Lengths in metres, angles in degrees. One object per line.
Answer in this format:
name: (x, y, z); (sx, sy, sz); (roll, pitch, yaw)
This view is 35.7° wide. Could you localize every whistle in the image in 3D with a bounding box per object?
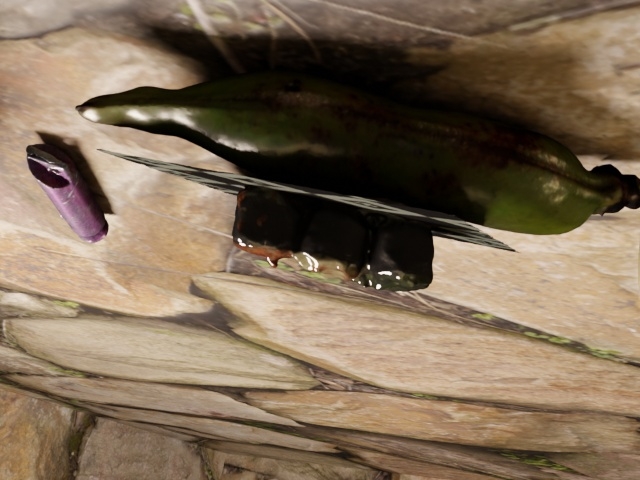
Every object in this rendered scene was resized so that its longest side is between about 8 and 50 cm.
whistle: (-0.204, -0.036, 0.814); (0.033, 0.033, 0.176); (11, 162, 2)

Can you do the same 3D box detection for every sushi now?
sushi: (0.000, 0.000, 0.635); (0.219, 0.047, 0.231); (11, 178, 20)

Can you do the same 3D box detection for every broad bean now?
broad bean: (0.034, -0.051, 0.558); (0.339, 0.061, 0.077); (13, 174, -3)

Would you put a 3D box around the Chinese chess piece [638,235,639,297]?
Chinese chess piece: (0.319, 0.014, 0.446); (0.338, 0.140, 0.338); (10, 162, 3)
